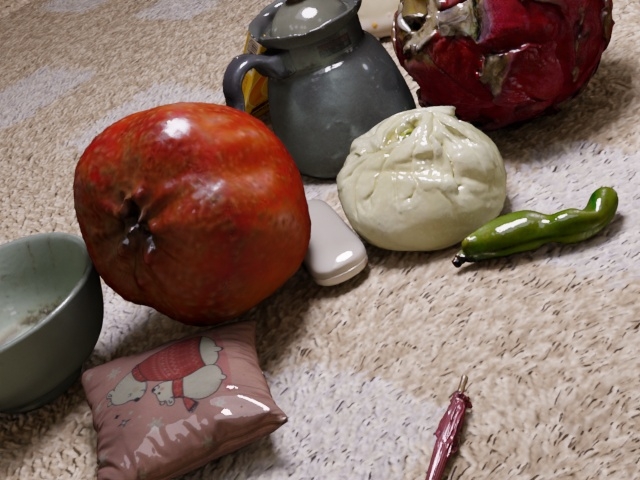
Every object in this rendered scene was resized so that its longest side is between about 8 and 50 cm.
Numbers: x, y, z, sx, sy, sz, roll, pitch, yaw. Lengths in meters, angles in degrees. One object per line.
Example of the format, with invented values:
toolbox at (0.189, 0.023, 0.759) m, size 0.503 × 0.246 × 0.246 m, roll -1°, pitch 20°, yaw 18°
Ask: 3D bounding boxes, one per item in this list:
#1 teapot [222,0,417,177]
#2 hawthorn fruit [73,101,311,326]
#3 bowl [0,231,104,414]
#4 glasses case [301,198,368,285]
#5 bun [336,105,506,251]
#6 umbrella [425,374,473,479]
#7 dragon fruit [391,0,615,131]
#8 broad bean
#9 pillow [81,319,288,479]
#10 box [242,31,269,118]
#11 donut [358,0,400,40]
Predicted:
teapot at (-0.028, -0.247, 1.690) m, size 0.305 × 0.285 × 0.223 m, roll -24°, pitch 29°, yaw -6°
hawthorn fruit at (-0.140, -0.045, 1.425) m, size 0.287 × 0.287 × 0.330 m, roll -3°, pitch 10°, yaw 30°
bowl at (-0.394, 0.129, 1.452) m, size 0.289 × 0.146 × 0.289 m, roll -17°, pitch 31°, yaw 11°
glasses case at (0.000, 0.000, 1.499) m, size 0.081 × 0.051 × 0.204 m, roll -25°, pitch 29°, yaw -6°
bun at (0.128, -0.089, 1.476) m, size 0.229 × 0.145 × 0.229 m, roll -13°, pitch 29°, yaw 8°
umbrella at (0.126, 0.196, 1.118) m, size 0.027 × 0.025 × 0.165 m, roll 12°, pitch 42°, yaw 16°
dragon fruit at (0.256, -0.311, 1.599) m, size 0.329 × 0.329 × 0.329 m, roll -16°, pitch 30°, yaw 10°
broad bean at (0.257, -0.014, 1.356) m, size 0.214 × 0.048 × 0.070 m, roll -19°, pitch 33°, yaw 6°
pillow at (-0.158, 0.181, 1.270) m, size 0.223 × 0.084 × 0.236 m, roll -22°, pitch 31°, yaw -4°
box at (-0.072, -0.300, 1.882) m, size 0.152 × 0.043 × 0.269 m, roll -35°, pitch -13°, yaw -25°
donut at (0.165, -0.519, 2.168) m, size 0.383 × 0.142 × 0.382 m, roll -16°, pitch 29°, yaw 9°
